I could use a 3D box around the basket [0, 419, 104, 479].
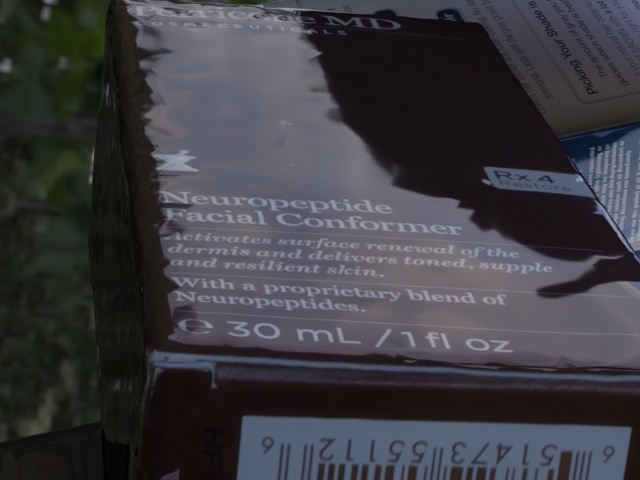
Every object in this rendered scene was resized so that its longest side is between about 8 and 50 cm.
[{"bbox_3d":[-0.121,0.221,1.156,0.204,0.154,0.227,-14,-94,34],"label":"basket"}]

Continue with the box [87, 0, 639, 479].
[{"bbox_3d":[0.008,0.022,0.782,0.381,0.191,0.143,-111,-155,-66],"label":"box"}]

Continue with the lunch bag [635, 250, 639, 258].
[{"bbox_3d":[0.293,0.050,1.511,0.169,0.287,0.235,-28,-87,49],"label":"lunch bag"}]

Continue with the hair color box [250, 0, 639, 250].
[{"bbox_3d":[0.106,-0.072,1.110,0.174,0.347,0.105,-115,-162,-46],"label":"hair color box"}]
